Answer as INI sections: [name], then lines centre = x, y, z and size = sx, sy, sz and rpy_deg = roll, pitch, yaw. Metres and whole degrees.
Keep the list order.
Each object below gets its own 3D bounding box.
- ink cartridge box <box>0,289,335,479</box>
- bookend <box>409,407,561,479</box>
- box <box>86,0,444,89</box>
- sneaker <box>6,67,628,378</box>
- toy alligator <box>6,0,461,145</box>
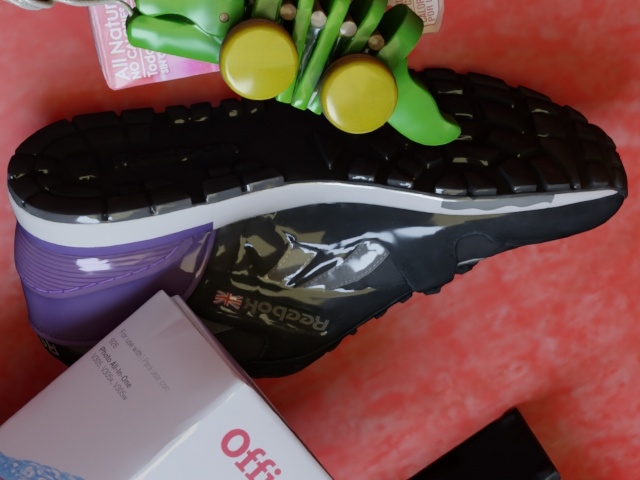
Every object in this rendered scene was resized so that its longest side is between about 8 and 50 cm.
[ink cartridge box]
centre = -0.093, 0.150, 0.826
size = 0.212, 0.093, 0.154
rpy_deg = -42, 130, -6
[bookend]
centre = 0.086, 0.199, 0.976
size = 0.157, 0.072, 0.156
rpy_deg = -36, 114, 4
[box]
centre = -0.048, -0.229, 0.740
size = 0.142, 0.154, 0.300
rpy_deg = -11, 114, -6
[sneaker]
centre = 0.000, 0.000, 0.882
size = 0.283, 0.107, 0.124
rpy_deg = -4, 126, -5
[toy alligator]
centre = -0.028, -0.085, 0.687
size = 0.189, 0.056, 0.051
rpy_deg = 18, 107, -15
